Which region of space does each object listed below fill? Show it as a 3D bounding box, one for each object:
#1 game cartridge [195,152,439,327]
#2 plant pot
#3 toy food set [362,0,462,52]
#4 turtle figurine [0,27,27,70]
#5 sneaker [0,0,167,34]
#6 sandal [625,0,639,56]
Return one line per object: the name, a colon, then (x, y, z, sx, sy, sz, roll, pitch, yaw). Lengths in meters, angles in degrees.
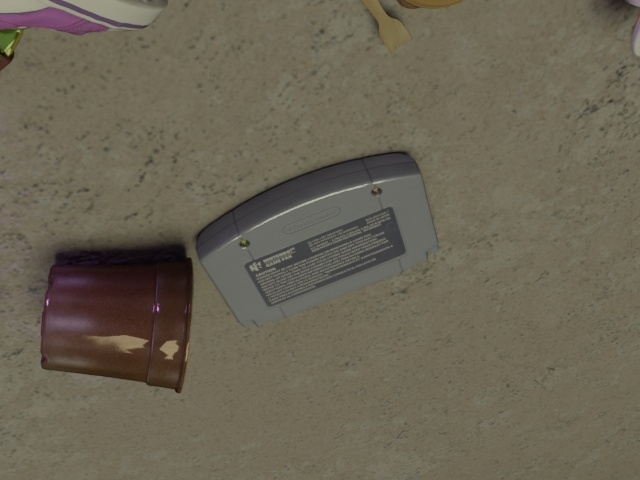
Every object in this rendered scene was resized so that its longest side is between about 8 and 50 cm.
game cartridge: (0.000, 0.000, 0.973, 0.294, 0.060, 0.196, -21, 141, 1)
plant pot: (-0.246, 0.098, 0.912, 0.165, 0.167, 0.167, 4, 133, -14)
toy food set: (0.120, -0.286, 0.740, 0.192, 0.039, 0.132, -30, 130, 18)
turtle figurine: (-0.276, -0.205, 0.553, 0.266, 0.198, 0.275, -26, 141, 2)
sneaker: (-0.242, -0.158, 0.461, 0.161, 0.102, 0.282, -38, 154, 33)
sandal: (0.372, -0.323, 0.769, 0.102, 0.076, 0.265, -8, 125, -35)
